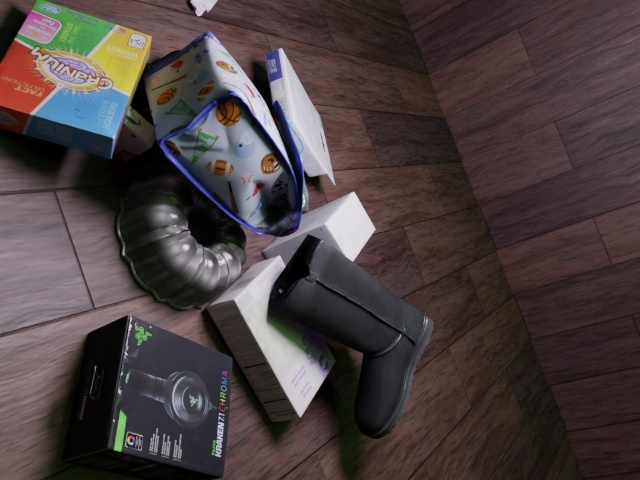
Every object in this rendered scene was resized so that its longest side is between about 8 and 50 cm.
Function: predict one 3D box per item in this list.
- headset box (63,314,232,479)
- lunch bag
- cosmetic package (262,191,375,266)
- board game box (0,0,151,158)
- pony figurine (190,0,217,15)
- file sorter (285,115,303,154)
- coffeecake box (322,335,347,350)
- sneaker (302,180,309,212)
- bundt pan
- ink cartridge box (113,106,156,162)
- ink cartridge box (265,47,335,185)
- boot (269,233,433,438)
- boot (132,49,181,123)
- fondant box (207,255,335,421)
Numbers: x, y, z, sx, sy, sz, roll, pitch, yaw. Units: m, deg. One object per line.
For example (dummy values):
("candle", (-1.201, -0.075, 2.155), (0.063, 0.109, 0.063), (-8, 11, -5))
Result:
("headset box", (-0.316, 0.302, 1.192), (0.283, 0.131, 0.246), (35, 44, -41))
("lunch bag", (-0.186, -0.222, 1.445), (0.385, 0.239, 0.328), (52, 10, -41))
("cosmetic package", (0.000, 0.000, 1.769), (0.138, 0.224, 0.224), (58, 33, -14))
("board game box", (-0.493, -0.327, 1.272), (0.242, 0.064, 0.316), (15, 52, -14))
("pony figurine", (-0.292, -0.866, 1.819), (0.303, 0.363, 0.351), (56, 48, -32))
("file sorter", (-0.148, -0.242, 1.753), (0.104, 0.170, 0.118), (55, 33, -26))
("coffeecake box", (0.082, 0.224, 1.791), (0.142, 0.185, 0.068), (48, 36, -28))
("sneaker", (-0.068, -0.156, 1.937), (0.076, 0.065, 0.166), (43, 40, -61))
("bundt pan", (-0.288, -0.015, 1.442), (0.331, 0.124, 0.330), (35, 44, -43))
("ink cartridge box", (-0.437, -0.244, 1.380), (0.135, 0.099, 0.056), (41, 41, -34))
("ink cartridge box", (-0.064, -0.368, 1.980), (0.330, 0.071, 0.324), (55, 19, -52))
("boot", (0.057, 0.244, 1.577), (0.445, 0.146, 0.367), (37, 68, -35))
("boot", (-0.421, -0.427, 1.522), (0.207, 0.094, 0.246), (46, 44, -38))
("fondant box", (-0.110, 0.236, 1.569), (0.330, 0.096, 0.238), (64, 31, -14))
